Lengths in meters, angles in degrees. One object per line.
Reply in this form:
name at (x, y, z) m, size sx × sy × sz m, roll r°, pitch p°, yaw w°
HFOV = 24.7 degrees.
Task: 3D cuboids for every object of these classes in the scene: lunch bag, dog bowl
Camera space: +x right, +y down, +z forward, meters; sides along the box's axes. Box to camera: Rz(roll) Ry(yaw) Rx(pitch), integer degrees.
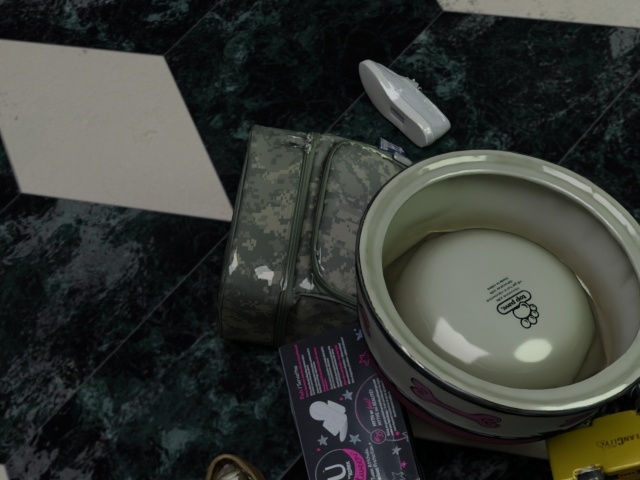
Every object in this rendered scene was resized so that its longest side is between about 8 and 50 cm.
lunch bag at (0.000, 0.000, 2.078) m, size 0.256 × 0.213 × 0.305 m, roll 10°, pitch 60°, yaw -2°
dog bowl at (0.230, 0.082, 1.874) m, size 0.407 × 0.150 × 0.408 m, roll 6°, pitch 51°, yaw -8°

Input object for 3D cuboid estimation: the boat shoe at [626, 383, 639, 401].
boat shoe at (0.497, 0.168, 1.951) m, size 0.183 × 0.065 × 0.083 m, roll -40°, pitch 61°, yaw -6°

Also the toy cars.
toy cars at (0.324, 0.350, 1.859) m, size 0.176 × 0.087 × 0.394 m, roll 31°, pitch 72°, yaw 35°

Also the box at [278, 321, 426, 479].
box at (0.048, 0.258, 1.922) m, size 0.142 × 0.163 × 0.247 m, roll -16°, pitch 55°, yaw 4°

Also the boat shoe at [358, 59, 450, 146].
boat shoe at (0.131, -0.222, 2.268) m, size 0.063 × 0.066 × 0.184 m, roll -28°, pitch 54°, yaw -23°

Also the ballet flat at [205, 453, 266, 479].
ballet flat at (-0.075, 0.417, 1.871) m, size 0.116 × 0.124 × 0.342 m, roll -21°, pitch 57°, yaw -2°
